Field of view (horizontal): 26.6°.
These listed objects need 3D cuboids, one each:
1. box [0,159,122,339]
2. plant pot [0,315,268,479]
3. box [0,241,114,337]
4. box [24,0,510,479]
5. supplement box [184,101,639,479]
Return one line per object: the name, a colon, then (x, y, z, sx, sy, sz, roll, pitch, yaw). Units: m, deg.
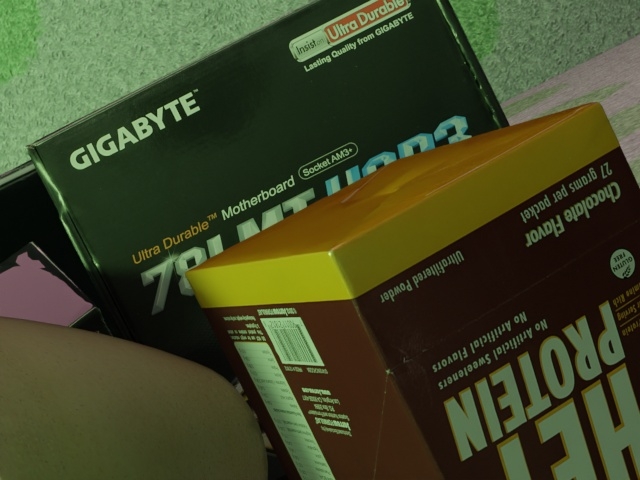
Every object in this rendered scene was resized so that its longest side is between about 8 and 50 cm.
box: (-0.391, 0.141, 1.315, 0.480, 0.297, 0.472, -30, 9, -26)
plant pot: (-0.156, 0.150, 0.753, 0.256, 0.256, 0.274, -22, -9, 32)
box: (-0.244, 0.156, 0.913, 0.261, 0.184, 0.103, -37, 45, -16)
box: (0.000, 0.000, 0.916, 0.295, 0.293, 0.073, -26, 7, 3)
supplement box: (0.063, 0.067, 0.588, 0.129, 0.194, 0.191, -29, 7, -21)
